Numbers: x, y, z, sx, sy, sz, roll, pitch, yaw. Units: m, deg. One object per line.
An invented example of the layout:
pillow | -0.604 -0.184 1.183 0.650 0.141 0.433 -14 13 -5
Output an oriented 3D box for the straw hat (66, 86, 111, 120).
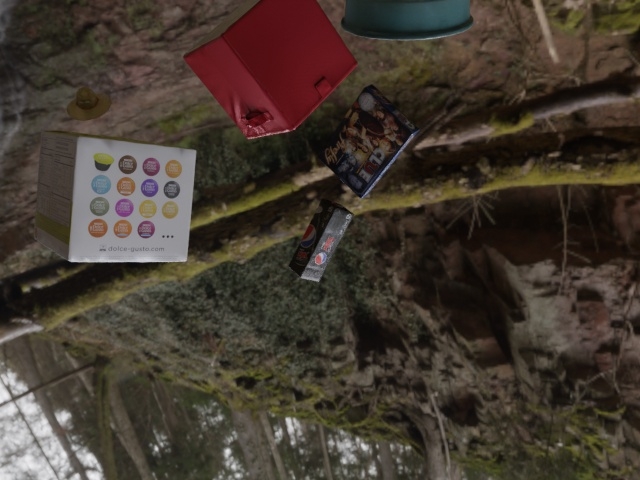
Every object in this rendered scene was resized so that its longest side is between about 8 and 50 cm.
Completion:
straw hat | -0.708 -0.430 1.834 0.145 0.061 0.144 -1 -133 1

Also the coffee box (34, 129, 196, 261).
coffee box | -0.600 -0.132 1.758 0.338 0.334 0.338 1 -171 -39

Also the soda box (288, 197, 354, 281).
soda box | 0.000 0.000 1.281 0.060 0.168 0.053 16 -164 -42

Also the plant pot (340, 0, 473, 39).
plant pot | 0.215 -0.702 1.479 0.342 0.333 0.341 -2 -148 1

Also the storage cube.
storage cube | -0.090 -0.318 1.071 0.215 0.193 0.184 -48 -154 -20

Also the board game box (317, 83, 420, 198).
board game box | 0.115 -0.242 1.517 0.165 0.243 0.042 45 -139 8
